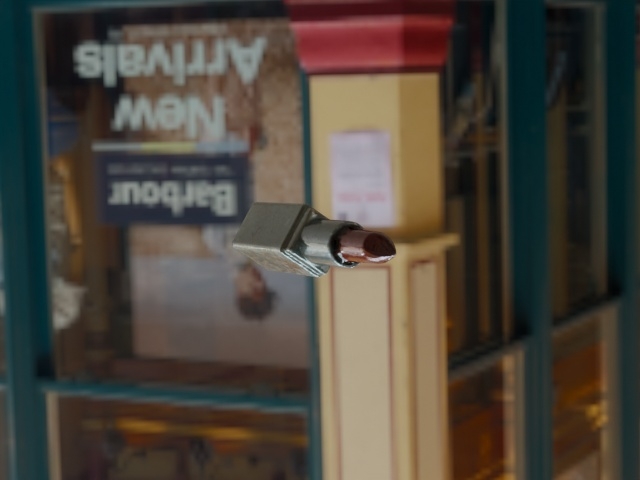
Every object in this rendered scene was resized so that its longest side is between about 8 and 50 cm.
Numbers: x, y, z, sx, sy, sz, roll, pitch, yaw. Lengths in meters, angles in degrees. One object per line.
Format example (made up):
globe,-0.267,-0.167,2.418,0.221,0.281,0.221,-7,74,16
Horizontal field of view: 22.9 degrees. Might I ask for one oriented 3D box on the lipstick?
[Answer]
lipstick,0.001,0.001,0.814,0.030,0.030,0.129,35,165,-28
